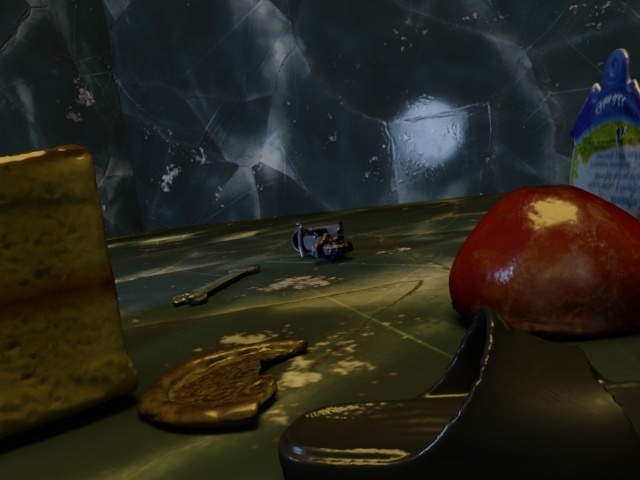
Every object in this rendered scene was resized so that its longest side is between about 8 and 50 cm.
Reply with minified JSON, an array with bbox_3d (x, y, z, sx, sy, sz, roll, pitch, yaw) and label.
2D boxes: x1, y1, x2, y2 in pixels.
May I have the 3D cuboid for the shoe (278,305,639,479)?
[{"bbox_3d":[0.089,0.089,0.333,0.241,0.093,0.108,-9,5,10],"label":"shoe"}]

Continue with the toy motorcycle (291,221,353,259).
[{"bbox_3d":[0.000,0.000,1.244,0.122,0.080,0.215,-8,11,-4],"label":"toy motorcycle"}]

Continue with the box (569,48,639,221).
[{"bbox_3d":[0.476,-0.099,0.764,0.206,0.291,0.262,3,4,1],"label":"box"}]

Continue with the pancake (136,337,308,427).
[{"bbox_3d":[-0.074,0.126,0.522,0.184,0.020,0.190,-10,7,-25],"label":"pancake"}]

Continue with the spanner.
[{"bbox_3d":[-0.188,0.078,1.067,0.071,0.017,0.302,-7,7,16],"label":"spanner"}]

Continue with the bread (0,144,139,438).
[{"bbox_3d":[-0.352,0.054,0.600,0.245,0.233,0.361,-13,4,-31],"label":"bread"}]

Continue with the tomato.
[{"bbox_3d":[0.250,0.010,0.601,0.233,0.140,0.200,-6,13,14],"label":"tomato"}]
